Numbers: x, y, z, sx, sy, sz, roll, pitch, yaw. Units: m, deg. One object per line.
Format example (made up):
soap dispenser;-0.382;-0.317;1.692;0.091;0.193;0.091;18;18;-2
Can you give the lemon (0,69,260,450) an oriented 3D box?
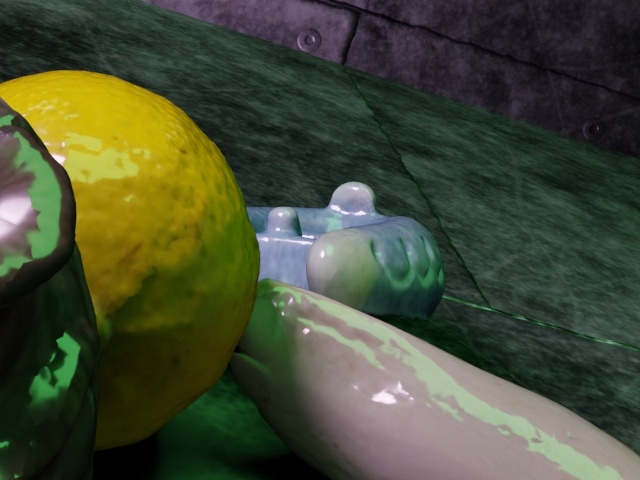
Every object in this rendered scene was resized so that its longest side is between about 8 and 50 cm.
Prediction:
lemon;-0.165;0.009;0.837;0.245;0.245;0.320;15;12;-15

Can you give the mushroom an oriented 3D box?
mushroom;0.122;0.164;0.873;0.407;0.137;0.154;32;-21;20

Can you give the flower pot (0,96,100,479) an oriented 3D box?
flower pot;-0.227;0.053;0.538;0.213;0.301;0.302;-4;29;-35

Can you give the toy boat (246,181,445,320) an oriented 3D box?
toy boat;0.000;0.000;1.108;0.215;0.123;0.330;4;-2;22
